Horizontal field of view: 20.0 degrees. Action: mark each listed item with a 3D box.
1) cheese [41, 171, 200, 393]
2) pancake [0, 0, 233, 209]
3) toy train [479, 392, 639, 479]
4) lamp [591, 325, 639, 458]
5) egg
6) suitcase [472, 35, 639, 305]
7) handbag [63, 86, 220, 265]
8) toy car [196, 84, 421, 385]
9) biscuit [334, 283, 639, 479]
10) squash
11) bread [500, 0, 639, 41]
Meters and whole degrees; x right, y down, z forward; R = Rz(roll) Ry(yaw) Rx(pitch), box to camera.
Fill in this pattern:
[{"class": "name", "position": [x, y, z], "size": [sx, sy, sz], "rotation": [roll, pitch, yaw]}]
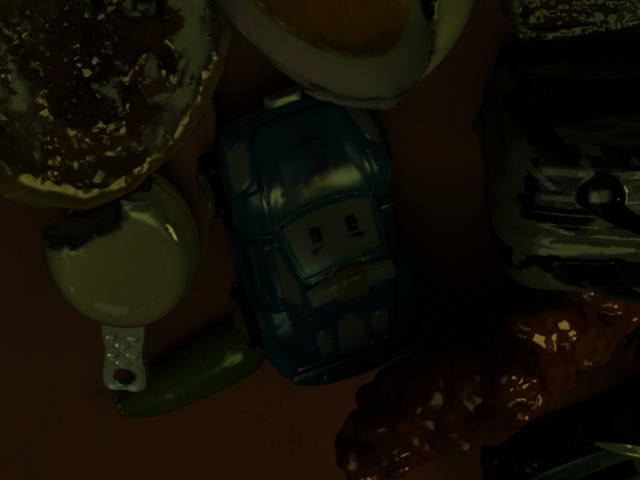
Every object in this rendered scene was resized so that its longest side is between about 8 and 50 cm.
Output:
[{"class": "cheese", "position": [-0.184, 0.049, 1.852], "size": [0.163, 0.071, 0.249], "rotation": [-13, 121, 14]}, {"class": "pancake", "position": [-0.238, -0.201, 1.671], "size": [0.356, 0.065, 0.356], "rotation": [-7, 105, -29]}, {"class": "toy train", "position": [0.374, 0.207, 1.998], "size": [0.409, 0.086, 0.089], "rotation": [-23, 120, 16]}, {"class": "lamp", "position": [0.369, 0.114, 1.888], "size": [0.172, 0.227, 0.147], "rotation": [6, 169, 34]}, {"class": "egg", "position": [0.024, -0.278, 1.644], "size": [0.286, 0.174, 0.264], "rotation": [50, 145, -18]}, {"class": "suitcase", "position": [0.320, -0.047, 1.684], "size": [0.351, 0.339, 0.194], "rotation": [2, 123, 0]}, {"class": "handbag", "position": [-0.184, -0.076, 1.850], "size": [0.157, 0.059, 0.212], "rotation": [4, 122, -2]}, {"class": "toy car", "position": [0.000, 0.000, 1.807], "size": [0.198, 0.166, 0.314], "rotation": [-19, 123, -13]}, {"class": "biscuit", "position": [0.165, 0.128, 1.816], "size": [0.318, 0.312, 0.110], "rotation": [-30, 92, 42]}, {"class": "squash", "position": [-0.144, 0.145, 1.992], "size": [0.201, 0.066, 0.066], "rotation": [-27, 118, 21]}, {"class": "bread", "position": [0.269, -0.281, 1.677], "size": [0.222, 0.096, 0.181], "rotation": [-8, 122, 9]}]
